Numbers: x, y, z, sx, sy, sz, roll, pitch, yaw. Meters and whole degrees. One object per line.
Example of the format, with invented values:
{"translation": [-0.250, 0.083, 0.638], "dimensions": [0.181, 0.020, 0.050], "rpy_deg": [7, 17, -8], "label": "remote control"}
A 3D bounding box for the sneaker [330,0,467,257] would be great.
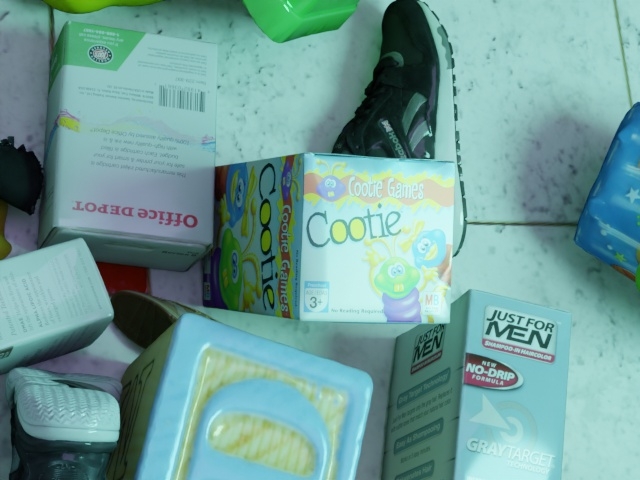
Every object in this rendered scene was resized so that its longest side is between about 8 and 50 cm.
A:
{"translation": [0.070, -0.120, 1.657], "dimensions": [0.124, 0.107, 0.283], "rpy_deg": [-1, 73, -16], "label": "sneaker"}

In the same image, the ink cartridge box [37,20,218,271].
{"translation": [-0.184, -0.087, 1.549], "dimensions": [0.154, 0.093, 0.212], "rpy_deg": [7, 69, -19], "label": "ink cartridge box"}

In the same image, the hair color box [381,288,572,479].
{"translation": [0.134, 0.253, 1.505], "dimensions": [0.114, 0.185, 0.374], "rpy_deg": [13, 68, -17], "label": "hair color box"}

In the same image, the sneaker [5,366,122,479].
{"translation": [-0.226, 0.192, 1.366], "dimensions": [0.101, 0.268, 0.153], "rpy_deg": [8, 90, -9], "label": "sneaker"}

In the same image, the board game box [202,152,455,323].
{"translation": [0.000, 0.000, 1.473], "dimensions": [0.144, 0.275, 0.142], "rpy_deg": [2, 89, -20], "label": "board game box"}

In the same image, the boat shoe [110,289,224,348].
{"translation": [-0.136, 0.084, 1.534], "dimensions": [0.135, 0.050, 0.045], "rpy_deg": [27, 19, 8], "label": "boat shoe"}

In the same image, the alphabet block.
{"translation": [-0.087, 0.200, 1.431], "dimensions": [0.192, 0.197, 0.193], "rpy_deg": [21, 66, -14], "label": "alphabet block"}

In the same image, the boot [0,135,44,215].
{"translation": [-0.299, -0.051, 1.474], "dimensions": [0.099, 0.045, 0.121], "rpy_deg": [31, 36, -43], "label": "boot"}

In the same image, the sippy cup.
{"translation": [0.395, -0.029, 1.682], "dimensions": [0.224, 0.305, 0.240], "rpy_deg": [24, 86, 10], "label": "sippy cup"}

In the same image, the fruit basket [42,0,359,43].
{"translation": [-0.124, -0.348, 1.607], "dimensions": [0.392, 0.392, 0.283], "rpy_deg": [53, 21, 2], "label": "fruit basket"}

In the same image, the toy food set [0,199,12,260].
{"translation": [-0.377, -0.054, 1.480], "dimensions": [0.218, 0.071, 0.128], "rpy_deg": [51, 29, -6], "label": "toy food set"}

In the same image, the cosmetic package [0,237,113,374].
{"translation": [-0.311, 0.079, 1.429], "dimensions": [0.231, 0.117, 0.085], "rpy_deg": [-19, 78, -25], "label": "cosmetic package"}
